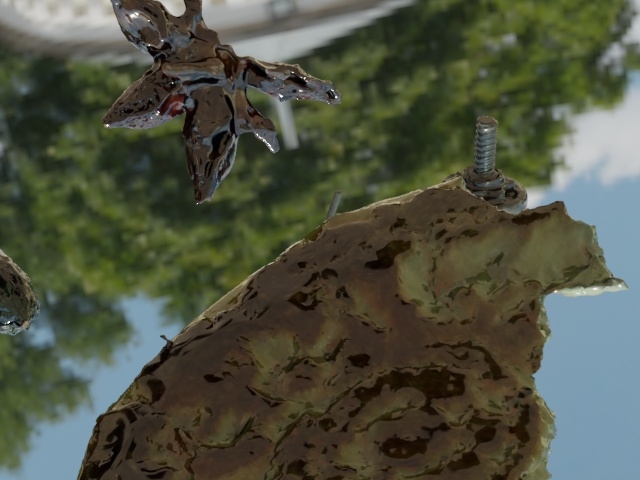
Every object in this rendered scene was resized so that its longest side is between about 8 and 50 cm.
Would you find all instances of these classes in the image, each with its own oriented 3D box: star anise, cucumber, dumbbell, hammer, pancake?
[{"bbox_3d":[-0.091,-0.108,1.449,0.053,0.212,0.157,-7,-129,55],"label":"star anise"},{"bbox_3d":[-0.286,0.021,1.542,0.067,0.067,0.245,-25,-157,-26],"label":"cucumber"},{"bbox_3d":[0.135,0.012,1.664,0.081,0.254,0.081,2,-154,-1],"label":"dumbbell"},{"bbox_3d":[0.000,0.000,1.860,0.035,0.110,0.019,23,-153,6],"label":"hammer"},{"bbox_3d":[0.008,0.127,1.113,0.305,0.067,0.427,3,-132,20],"label":"pancake"}]
